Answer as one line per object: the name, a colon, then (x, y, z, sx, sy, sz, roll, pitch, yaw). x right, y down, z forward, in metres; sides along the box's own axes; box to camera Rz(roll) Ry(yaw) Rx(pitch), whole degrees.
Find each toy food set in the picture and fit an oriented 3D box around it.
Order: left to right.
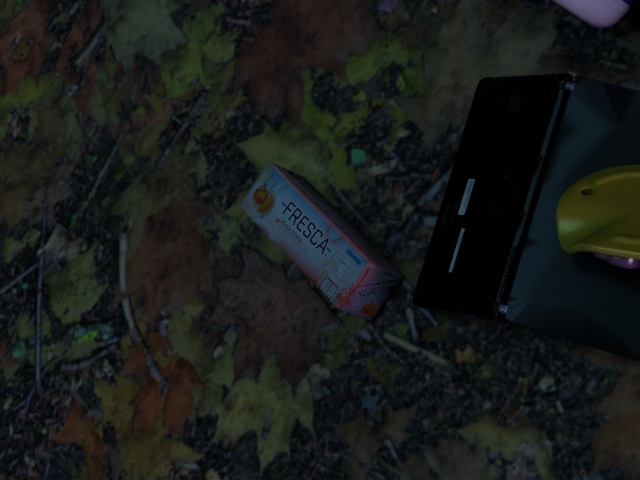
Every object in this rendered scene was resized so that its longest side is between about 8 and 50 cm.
toy food set: (0.308, 0.003, 1.641, 0.218, 0.071, 0.128, 10, 40, 29)

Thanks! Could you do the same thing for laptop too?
laptop: (0.228, -0.023, 1.784, 0.264, 0.136, 0.234, 6, 77, 66)

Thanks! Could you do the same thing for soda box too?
soda box: (0.000, 0.000, 1.923, 0.058, 0.063, 0.183, -53, 51, 12)

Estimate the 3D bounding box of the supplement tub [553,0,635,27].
supplement tub: (0.261, -0.384, 1.728, 0.331, 0.241, 0.241, -54, 51, 11)
